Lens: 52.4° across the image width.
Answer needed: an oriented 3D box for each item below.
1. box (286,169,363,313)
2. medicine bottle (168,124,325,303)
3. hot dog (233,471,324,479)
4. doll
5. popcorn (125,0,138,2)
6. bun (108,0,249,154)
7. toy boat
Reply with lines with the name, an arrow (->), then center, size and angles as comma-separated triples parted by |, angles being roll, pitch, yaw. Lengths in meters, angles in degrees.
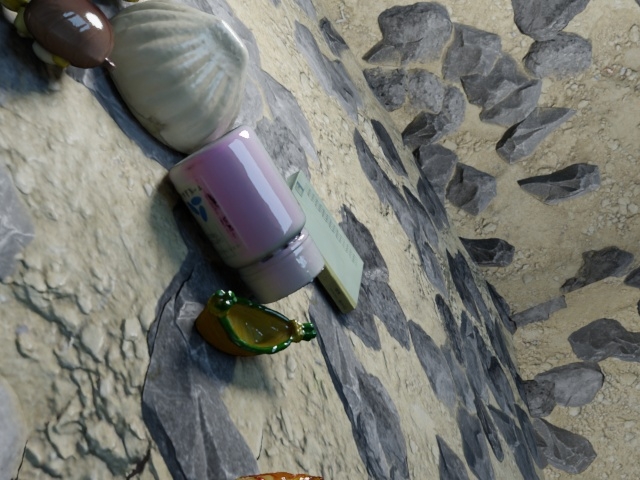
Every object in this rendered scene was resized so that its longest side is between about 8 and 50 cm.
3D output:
box -> 0.000, 0.000, 1.373 | 0.270, 0.045, 0.211 | 55, 22, -22
medicine bottle -> -0.109, -0.038, 1.009 | 0.255, 0.152, 0.152 | 60, 21, -14
hot dog -> -0.057, 0.337, 0.710 | 0.256, 0.150, 0.153 | -2, 77, -67
doll -> -0.346, -0.286, 0.834 | 0.188, 0.096, 0.145 | 39, 5, 3
popcorn -> -0.298, -0.500, 1.049 | 0.254, 0.190, 0.191 | 69, 12, 22
bun -> -0.202, -0.284, 1.045 | 0.263, 0.175, 0.263 | 52, 23, -34
toy boat -> -0.096, 0.120, 0.940 | 0.229, 0.088, 0.089 | 32, 37, -54
